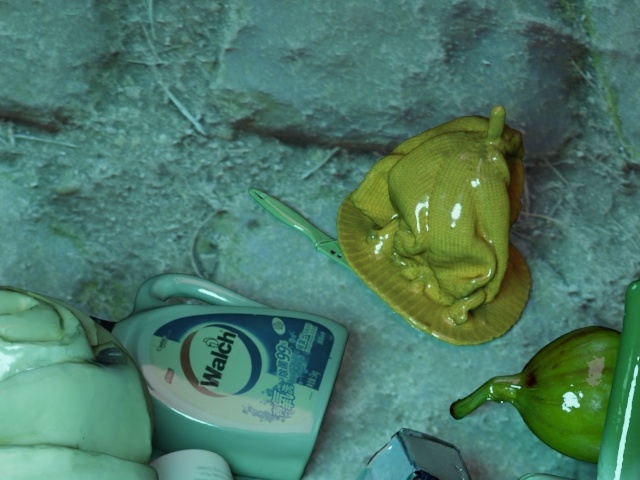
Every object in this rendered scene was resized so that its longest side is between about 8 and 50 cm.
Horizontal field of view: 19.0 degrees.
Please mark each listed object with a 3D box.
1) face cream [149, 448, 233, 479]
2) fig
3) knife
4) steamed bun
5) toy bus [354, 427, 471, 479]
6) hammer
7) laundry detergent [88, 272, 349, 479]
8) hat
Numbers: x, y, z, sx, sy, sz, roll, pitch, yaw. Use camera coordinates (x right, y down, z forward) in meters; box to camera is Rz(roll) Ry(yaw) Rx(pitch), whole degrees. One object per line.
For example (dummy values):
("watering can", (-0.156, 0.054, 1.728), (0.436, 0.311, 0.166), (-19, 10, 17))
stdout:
("face cream", (-0.093, 0.352, 1.718), (0.102, 0.102, 0.345), (-2, 48, -20))
("fig", (0.260, 0.152, 1.996), (0.186, 0.148, 0.142), (18, 88, -21))
("knife", (0.000, 0.000, 2.150), (0.207, 0.014, 0.030), (34, 43, 13))
("steamed bun", (-0.289, 0.169, 1.664), (0.342, 0.255, 0.367), (18, 15, -5))
("toy bus", (0.116, 0.335, 1.775), (0.112, 0.138, 0.317), (24, 33, -40))
("hammer", (0.297, 0.193, 1.887), (0.206, 0.119, 0.335), (13, 84, -8))
("laundry detergent", (-0.125, 0.122, 1.929), (0.280, 0.105, 0.215), (18, 45, 2))
("hat", (0.159, -0.054, 2.092), (0.233, 0.233, 0.244), (14, 42, -8))
